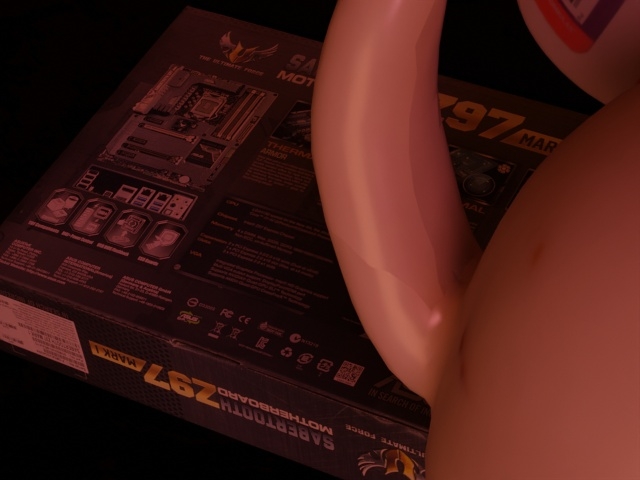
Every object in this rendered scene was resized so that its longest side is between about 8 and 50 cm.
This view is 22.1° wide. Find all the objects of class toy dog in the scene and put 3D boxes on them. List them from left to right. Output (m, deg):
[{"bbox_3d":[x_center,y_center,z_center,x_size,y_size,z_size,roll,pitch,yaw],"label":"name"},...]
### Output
[{"bbox_3d":[0.230,-0.022,0.365,0.395,0.284,0.408,46,127,13],"label":"toy dog"}]

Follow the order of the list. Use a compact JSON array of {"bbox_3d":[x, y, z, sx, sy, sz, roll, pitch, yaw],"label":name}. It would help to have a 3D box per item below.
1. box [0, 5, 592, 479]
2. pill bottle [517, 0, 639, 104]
[{"bbox_3d":[0.000,0.000,0.689,0.233,0.183,0.059,18,142,20],"label":"box"},{"bbox_3d":[0.142,-0.128,0.493,0.108,0.108,0.193,33,145,2],"label":"pill bottle"}]
